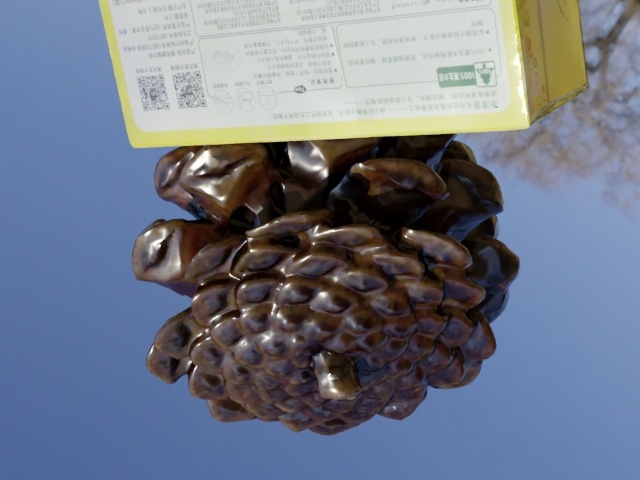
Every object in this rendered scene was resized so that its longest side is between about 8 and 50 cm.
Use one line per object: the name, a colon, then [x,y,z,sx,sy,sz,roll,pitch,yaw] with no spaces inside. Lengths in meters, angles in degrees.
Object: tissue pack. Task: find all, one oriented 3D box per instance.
tissue pack: [0.003,-0.090,0.450,0.176,0.095,0.062,-1,-162,33]

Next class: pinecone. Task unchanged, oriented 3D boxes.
pinecone: [0.000,0.000,0.641,0.208,0.207,0.207,20,-146,-14]
